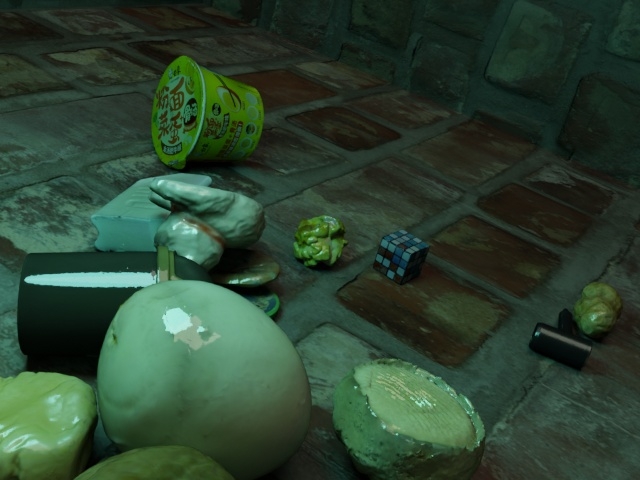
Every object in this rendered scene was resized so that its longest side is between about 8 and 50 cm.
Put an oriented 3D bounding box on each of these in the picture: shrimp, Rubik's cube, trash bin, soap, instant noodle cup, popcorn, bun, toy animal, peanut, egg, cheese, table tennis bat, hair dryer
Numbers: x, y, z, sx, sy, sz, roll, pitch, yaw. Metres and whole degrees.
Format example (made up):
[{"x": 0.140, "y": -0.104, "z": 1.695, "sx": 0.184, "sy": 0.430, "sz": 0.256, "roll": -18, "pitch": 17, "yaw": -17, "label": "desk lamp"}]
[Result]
[{"x": -0.213, "y": 0.060, "z": 1.546, "sx": 0.254, "sy": 0.059, "sz": 0.145, "roll": 11, "pitch": 29, "yaw": 12, "label": "shrimp"}, {"x": 0.201, "y": 0.040, "z": 1.769, "sx": 0.092, "sy": 0.092, "sz": 0.092, "roll": 33, "pitch": 32, "yaw": 28, "label": "Rubik's cube"}, {"x": -0.339, "y": 0.112, "z": 1.248, "sx": 0.334, "sy": 0.214, "sz": 0.214, "roll": 3, "pitch": 30, "yaw": -11, "label": "trash bin"}, {"x": -0.375, "y": -0.067, "z": 1.631, "sx": 0.173, "sy": 0.095, "sz": 0.289, "roll": 6, "pitch": 26, "yaw": 13, "label": "soap"}, {"x": -0.317, "y": -0.347, "z": 2.030, "sx": 0.222, "sy": 0.311, "sz": 0.311, "roll": 5, "pitch": 28, "yaw": -38, "label": "instant noodle cup"}, {"x": 0.000, "y": 0.000, "z": 1.723, "sx": 0.145, "sy": 0.126, "sz": 0.126, "roll": -29, "pitch": 24, "yaw": -33, "label": "popcorn"}, {"x": 0.141, "y": 0.320, "z": 1.173, "sx": 0.259, "sy": 0.152, "sz": 0.259, "roll": 21, "pitch": 18, "yaw": -7, "label": "bun"}, {"x": -0.232, "y": -0.013, "z": 1.489, "sx": 0.266, "sy": 0.188, "sz": 0.308, "roll": -2, "pitch": -6, "yaw": -19, "label": "toy animal"}, {"x": 0.696, "y": 0.172, "z": 1.782, "sx": 0.103, "sy": 0.098, "sz": 0.229, "roll": 55, "pitch": 33, "yaw": 4, "label": "peanut"}, {"x": -0.164, "y": 0.219, "z": 1.060, "sx": 0.345, "sy": 0.283, "sz": 0.283, "roll": 32, "pitch": 22, "yaw": -23, "label": "egg"}, {"x": -0.431, "y": 0.277, "z": 1.011, "sx": 0.214, "sy": 0.117, "sz": 0.226, "roll": 7, "pitch": 24, "yaw": -9, "label": "cheese"}, {"x": -0.173, "y": 0.145, "z": 1.453, "sx": 0.161, "sy": 0.039, "sz": 0.257, "roll": 13, "pitch": 26, "yaw": 5, "label": "table tennis bat"}, {"x": 0.567, "y": 0.211, "z": 1.696, "sx": 0.128, "sy": 0.069, "sz": 0.255, "roll": 20, "pitch": 21, "yaw": 10, "label": "hair dryer"}]

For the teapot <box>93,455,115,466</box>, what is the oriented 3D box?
[{"x": -0.296, "y": 0.348, "z": 0.984, "sx": 0.080, "sy": 0.085, "sz": 0.110, "roll": 29, "pitch": 50, "yaw": 25, "label": "teapot"}]

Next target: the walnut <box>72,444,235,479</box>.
[{"x": -0.187, "y": 0.380, "z": 0.794, "sx": 0.277, "sy": 0.252, "sz": 0.313, "roll": 31, "pitch": 22, "yaw": 27, "label": "walnut"}]
